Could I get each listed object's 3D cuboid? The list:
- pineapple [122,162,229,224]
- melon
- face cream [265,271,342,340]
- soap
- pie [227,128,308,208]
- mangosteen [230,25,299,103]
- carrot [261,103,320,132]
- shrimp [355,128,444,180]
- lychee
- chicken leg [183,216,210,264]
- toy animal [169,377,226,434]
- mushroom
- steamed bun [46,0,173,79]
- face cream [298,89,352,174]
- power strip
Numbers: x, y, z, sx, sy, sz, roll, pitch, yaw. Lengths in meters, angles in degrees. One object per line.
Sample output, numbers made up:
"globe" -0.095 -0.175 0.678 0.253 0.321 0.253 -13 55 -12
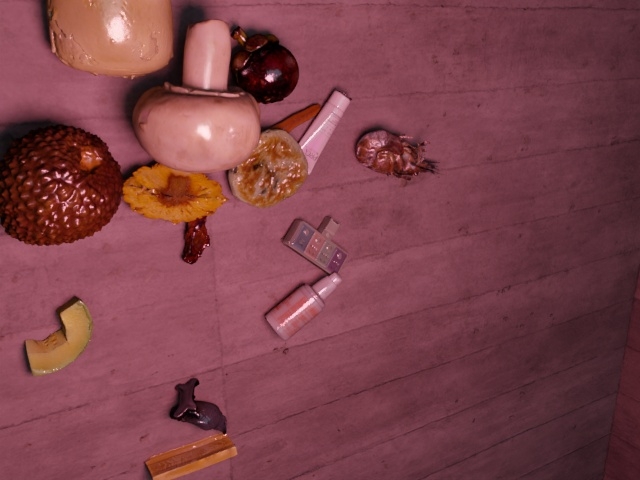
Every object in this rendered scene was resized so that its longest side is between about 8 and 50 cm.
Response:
"pineapple" -0.377 -0.133 1.442 0.250 0.164 0.140 0 145 -26
"melon" -0.644 0.241 1.421 0.209 0.064 0.118 -41 123 -9
"face cream" -0.039 0.183 1.708 0.252 0.101 0.101 -40 122 -4
"soap" -0.379 0.636 1.684 0.252 0.092 0.037 -12 110 -27
"pie" -0.138 -0.191 1.545 0.241 0.054 0.240 -20 131 -25
"mangosteen" -0.136 -0.434 1.436 0.173 0.172 0.184 1 86 -30
"carrot" -0.098 -0.310 1.566 0.248 0.043 0.043 -34 120 -18
"shrimp" 0.256 -0.258 1.744 0.343 0.116 0.145 10 115 -32
"lychee" -0.573 -0.111 1.240 0.268 0.267 0.267 -10 111 -27
"chicken leg" -0.321 -0.034 1.525 0.093 0.053 0.205 -3 116 -53
"toy animal" -0.356 0.515 1.662 0.117 0.121 0.210 -28 126 2
"mushroom" -0.276 -0.325 1.308 0.314 0.314 0.336 -3 103 -29
"steamed bun" -0.440 -0.470 1.240 0.273 0.166 0.232 -4 106 -29
"face cream" -0.001 -0.309 1.617 0.092 0.058 0.243 27 97 -38
"power strip" 0.000 0.000 1.721 0.216 0.061 0.145 37 79 -34
